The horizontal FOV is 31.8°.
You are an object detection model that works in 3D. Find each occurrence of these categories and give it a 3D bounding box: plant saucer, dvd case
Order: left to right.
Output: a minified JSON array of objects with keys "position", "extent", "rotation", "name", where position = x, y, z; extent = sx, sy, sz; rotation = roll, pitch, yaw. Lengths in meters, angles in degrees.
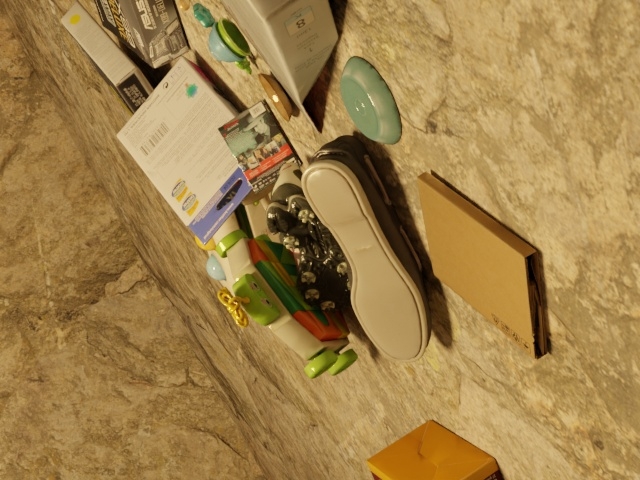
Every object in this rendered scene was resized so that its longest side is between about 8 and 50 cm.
[{"position":[-0.095,-0.146,1.747],"extent":[0.119,0.087,0.013],"rotation":[59,-167,3],"name":"dvd case"},{"position":[-0.063,-0.212,1.640],"extent":[0.083,0.015,0.083],"rotation":[55,174,9],"name":"plant saucer"},{"position":[0.056,-0.167,1.379],"extent":[0.119,0.021,0.119],"rotation":[52,162,25],"name":"plant saucer"}]

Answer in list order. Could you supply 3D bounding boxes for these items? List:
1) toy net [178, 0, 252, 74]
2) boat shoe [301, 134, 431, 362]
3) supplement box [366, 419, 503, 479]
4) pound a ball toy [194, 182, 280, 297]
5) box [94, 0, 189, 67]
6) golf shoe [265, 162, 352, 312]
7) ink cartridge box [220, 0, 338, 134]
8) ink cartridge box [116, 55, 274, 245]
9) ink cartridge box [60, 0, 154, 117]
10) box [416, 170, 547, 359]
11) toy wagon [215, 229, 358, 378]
[{"position":[-0.170,-0.353,1.670],"extent":[0.232,0.045,0.122],"rotation":[58,-159,10],"name":"toy net"},{"position":[0.081,0.011,1.515],"extent":[0.112,0.095,0.335],"rotation":[-7,121,33],"name":"boat shoe"},{"position":[0.197,0.413,1.722],"extent":[0.191,0.129,0.194],"rotation":[22,138,64],"name":"supplement box"},{"position":[-0.150,-0.023,2.006],"extent":[0.208,0.136,0.319],"rotation":[45,158,42],"name":"pound a ball toy"},{"position":[-0.349,-0.479,1.940],"extent":[0.242,0.077,0.307],"rotation":[43,156,47],"name":"box"},{"position":[0.000,0.000,1.725],"extent":[0.120,0.105,0.272],"rotation":[-93,-15,-45],"name":"golf shoe"},{"position":[-0.082,-0.334,1.463],"extent":[0.308,0.091,0.385],"rotation":[55,179,18],"name":"ink cartridge box"},{"position":[-0.200,-0.147,1.874],"extent":[0.065,0.186,0.311],"rotation":[27,-162,-52],"name":"ink cartridge box"},{"position":[-0.399,-0.325,2.240],"extent":[0.307,0.072,0.303],"rotation":[46,174,31],"name":"ink cartridge box"},{"position":[0.188,0.027,1.315],"extent":[0.201,0.021,0.164],"rotation":[43,156,46],"name":"box"},{"position":[-0.061,0.097,1.797],"extent":[0.267,0.068,0.344],"rotation":[52,-169,14],"name":"toy wagon"}]
